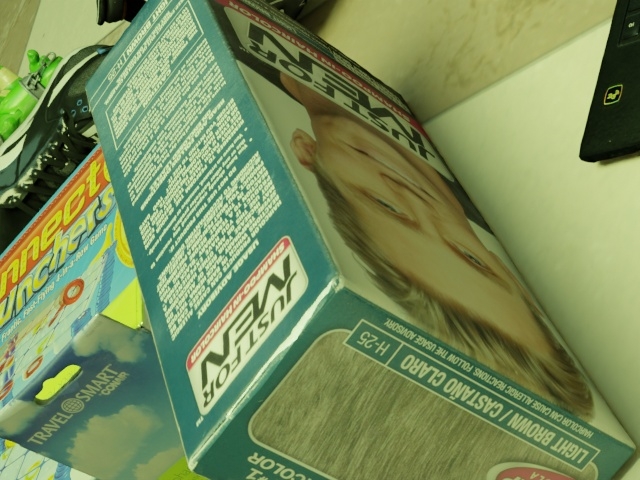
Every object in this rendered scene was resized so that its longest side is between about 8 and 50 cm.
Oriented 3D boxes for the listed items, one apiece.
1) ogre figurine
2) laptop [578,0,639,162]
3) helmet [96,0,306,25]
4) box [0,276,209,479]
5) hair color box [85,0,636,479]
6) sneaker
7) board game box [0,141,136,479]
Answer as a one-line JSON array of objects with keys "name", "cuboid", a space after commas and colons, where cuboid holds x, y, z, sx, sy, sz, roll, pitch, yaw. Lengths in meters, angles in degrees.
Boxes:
[{"name": "ogre figurine", "cuboid": [-0.302, -0.112, 1.419, 0.197, 0.097, 0.118, 9, 54, 44]}, {"name": "laptop", "cuboid": [0.183, -0.195, 0.656, 0.234, 0.136, 0.264, -13, 55, 55]}, {"name": "helmet", "cuboid": [-0.077, -0.204, 1.057, 0.161, 0.169, 0.169, 137, 150, -61]}, {"name": "box", "cuboid": [-0.067, 0.088, 0.768, 0.109, 0.178, 0.042, -43, 33, 29]}, {"name": "hair color box", "cuboid": [0.000, 0.000, 0.742, 0.105, 0.174, 0.347, -51, 31, 17]}, {"name": "sneaker", "cuboid": [-0.210, -0.070, 1.238, 0.121, 0.079, 0.217, 2, 66, 60]}, {"name": "board game box", "cuboid": [-0.156, 0.095, 1.002, 0.308, 0.086, 0.302, -44, 34, 29]}]
